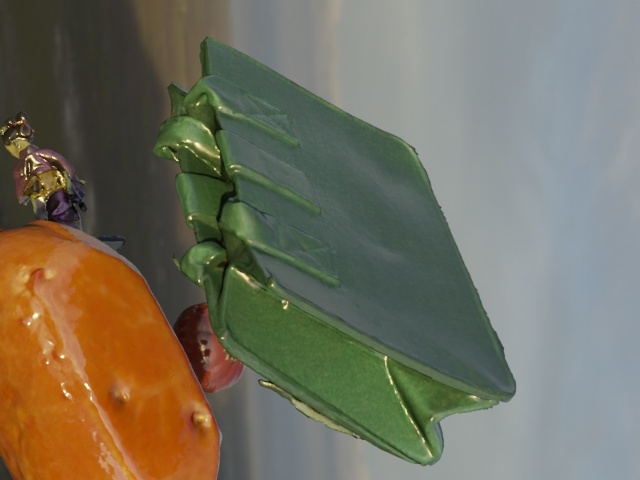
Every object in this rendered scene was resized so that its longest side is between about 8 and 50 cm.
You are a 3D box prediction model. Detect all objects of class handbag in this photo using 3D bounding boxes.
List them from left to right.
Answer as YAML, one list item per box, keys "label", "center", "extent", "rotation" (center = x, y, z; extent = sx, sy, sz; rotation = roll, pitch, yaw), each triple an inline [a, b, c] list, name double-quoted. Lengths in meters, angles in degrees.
- label: "handbag"
  center: [0.000, 0.001, 1.050]
  extent: [0.089, 0.238, 0.326]
  rotation: [-47, -149, 22]

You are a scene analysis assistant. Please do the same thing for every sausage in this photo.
- label: "sausage"
  center: [-0.179, 0.110, 1.086]
  extent: [0.153, 0.141, 0.268]
  rotation: [-30, 96, -44]

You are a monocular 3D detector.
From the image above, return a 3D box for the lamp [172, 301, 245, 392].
- label: "lamp"
  center: [-0.121, 0.117, 1.585]
  extent: [0.101, 0.090, 0.101]
  rotation: [32, 50, -48]

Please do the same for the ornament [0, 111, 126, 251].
- label: "ornament"
  center: [-0.303, -0.048, 1.589]
  extent: [0.081, 0.088, 0.203]
  rotation: [-49, -119, 28]
